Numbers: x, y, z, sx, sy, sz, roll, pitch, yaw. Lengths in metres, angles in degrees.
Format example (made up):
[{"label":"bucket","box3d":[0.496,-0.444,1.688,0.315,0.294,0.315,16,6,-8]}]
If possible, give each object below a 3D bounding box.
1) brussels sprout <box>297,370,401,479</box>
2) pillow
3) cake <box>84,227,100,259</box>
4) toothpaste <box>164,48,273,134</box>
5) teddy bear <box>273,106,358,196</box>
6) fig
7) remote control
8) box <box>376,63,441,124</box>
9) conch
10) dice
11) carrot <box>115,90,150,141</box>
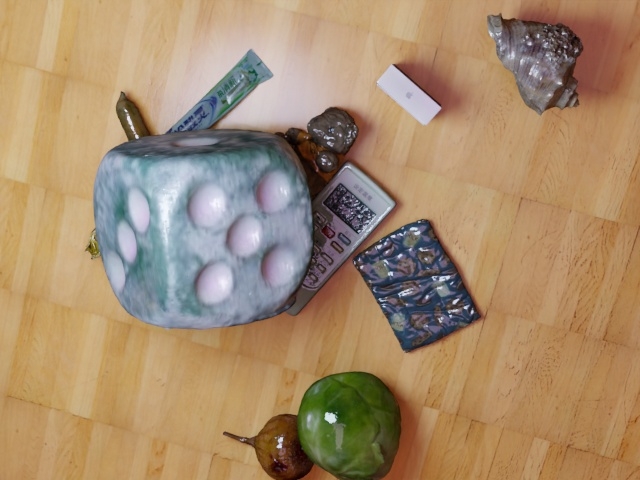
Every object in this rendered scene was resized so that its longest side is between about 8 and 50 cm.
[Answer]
[{"label":"brussels sprout","box3d":[0.064,0.394,1.923,0.244,0.244,0.244,1,101,6]},{"label":"pillow","box3d":[0.204,0.098,1.942,0.189,0.034,0.256,-28,96,11]},{"label":"cake","box3d":[-0.444,-0.038,1.952,0.185,0.116,0.080,-38,93,16]},{"label":"toothpaste","box3d":[-0.230,-0.275,1.901,0.297,0.048,0.075,-42,95,-1]},{"label":"teddy bear","box3d":[-0.003,-0.186,1.864,0.190,0.177,0.140,-49,132,8]},{"label":"fig","box3d":[-0.114,0.458,2.015,0.201,0.133,0.146,-7,71,28]},{"label":"remote control","box3d":[0.000,0.000,1.939,0.145,0.050,0.344,40,102,-2]},{"label":"box","box3d":[0.178,-0.292,1.822,0.129,0.130,0.051,40,104,-2]},{"label":"conch","box3d":[0.415,-0.354,1.759,0.245,0.178,0.163,42,98,-1]},{"label":"dice","box3d":[-0.226,-0.025,1.759,0.330,0.328,0.348,-15,109,-33]},{"label":"carrot","box3d":[-0.358,-0.154,1.938,0.070,0.070,0.342,-23,97,10]}]
